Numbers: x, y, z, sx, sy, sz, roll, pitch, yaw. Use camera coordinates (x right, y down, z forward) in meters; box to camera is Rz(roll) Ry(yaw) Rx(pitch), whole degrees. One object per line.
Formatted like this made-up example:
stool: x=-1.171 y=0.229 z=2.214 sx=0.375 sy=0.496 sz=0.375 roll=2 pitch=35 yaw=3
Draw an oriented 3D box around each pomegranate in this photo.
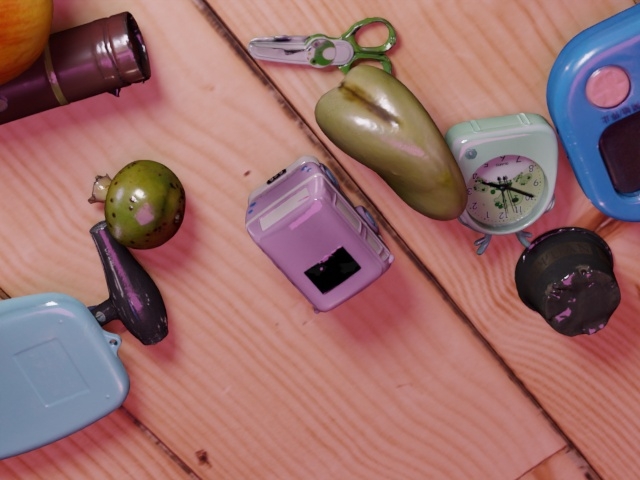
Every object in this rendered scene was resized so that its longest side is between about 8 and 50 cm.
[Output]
pomegranate: x=-0.247 y=-0.051 z=2.025 sx=0.130 sy=0.130 sz=0.130 roll=-4 pitch=119 yaw=-8

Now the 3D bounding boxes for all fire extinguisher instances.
fire extinguisher: x=-0.394 y=-0.201 z=1.921 sx=0.341 sy=0.105 sz=0.141 roll=-16 pitch=142 yaw=7

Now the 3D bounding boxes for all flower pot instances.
flower pot: x=0.381 y=0.070 z=2.202 sx=0.157 sy=0.107 sz=0.157 roll=-4 pitch=118 yaw=-8

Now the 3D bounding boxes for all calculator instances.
calculator: x=-0.466 y=0.209 z=2.137 sx=0.386 sy=0.054 sz=0.256 roll=-21 pitch=120 yaw=9

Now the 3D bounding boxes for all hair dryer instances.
hair dryer: x=-0.345 y=0.088 z=2.118 sx=0.219 sy=0.075 sz=0.195 roll=-21 pitch=110 yaw=11

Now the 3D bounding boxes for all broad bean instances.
broad bean: x=0.114 y=-0.129 z=2.000 sx=0.263 sy=0.189 sz=0.121 roll=40 pitch=84 yaw=-32

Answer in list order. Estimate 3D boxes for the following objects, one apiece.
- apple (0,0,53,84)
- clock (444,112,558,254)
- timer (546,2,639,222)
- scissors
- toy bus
apple: x=-0.440 y=-0.305 z=1.750 sx=0.233 sy=0.286 sz=0.286 roll=-2 pitch=119 yaw=-12
clock: x=0.260 y=-0.077 z=2.122 sx=0.159 sy=0.066 sz=0.211 roll=-7 pitch=120 yaw=-6
timer: x=0.498 y=-0.199 z=2.067 sx=0.340 sy=0.115 sz=0.309 roll=-26 pitch=119 yaw=5
scissors: x=0.001 y=-0.258 z=1.998 sx=0.204 sy=0.027 sz=0.101 roll=0 pitch=116 yaw=-13
toy bus: x=0.000 y=0.000 z=2.074 sx=0.142 sy=0.142 sz=0.202 roll=-36 pitch=118 yaw=10
